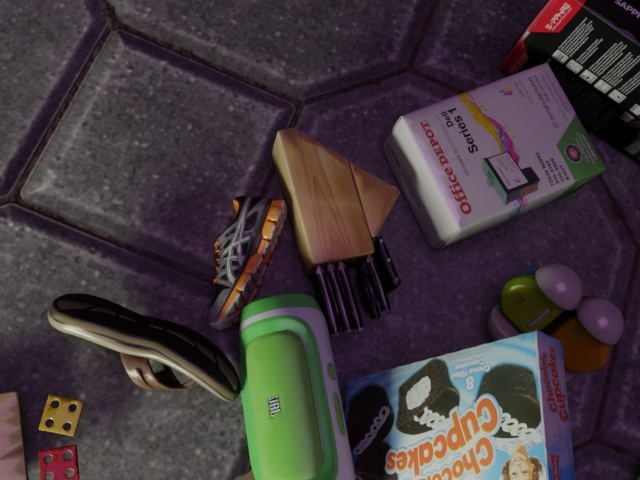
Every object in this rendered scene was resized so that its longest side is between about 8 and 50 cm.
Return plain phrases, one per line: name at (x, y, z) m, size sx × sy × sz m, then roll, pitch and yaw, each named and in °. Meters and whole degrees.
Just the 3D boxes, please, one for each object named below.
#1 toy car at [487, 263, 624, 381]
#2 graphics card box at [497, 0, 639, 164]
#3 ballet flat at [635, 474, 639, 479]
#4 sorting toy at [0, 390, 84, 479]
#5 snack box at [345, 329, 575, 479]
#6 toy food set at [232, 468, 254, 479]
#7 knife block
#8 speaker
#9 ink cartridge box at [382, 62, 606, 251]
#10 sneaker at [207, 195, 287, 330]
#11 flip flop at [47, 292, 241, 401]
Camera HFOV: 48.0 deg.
toy car at (0.357, 0.111, 1.083) m, size 0.182 × 0.159 × 0.136 m, roll 40°, pitch 36°, yaw 3°
graphics card box at (0.501, -0.261, 1.160) m, size 0.371 × 0.233 × 0.094 m, roll 35°, pitch 70°, yaw 2°
ballet flat at (0.465, 0.416, 1.031) m, size 0.342 × 0.116 × 0.124 m, roll -35°, pitch 102°, yaw -22°
sorting toy at (-0.439, 0.272, 0.926) m, size 0.275 × 0.046 × 0.132 m, roll -10°, pitch 76°, yaw -13°
snack box at (0.156, 0.241, 0.896) m, size 0.060 × 0.322 × 0.187 m, roll 24°, pitch 56°, yaw -34°
toy food set at (-0.028, 0.374, 0.982) m, size 0.192 × 0.038 × 0.132 m, roll 45°, pitch 64°, yaw 10°
knife block at (0.000, 0.000, 1.065) m, size 0.276 × 0.088 × 0.242 m, roll 31°, pitch 70°, yaw -1°
speaker at (-0.034, 0.226, 0.957) m, size 0.131 × 0.131 × 0.296 m, roll -6°, pitch 67°, yaw -12°
ink cartridge box at (0.270, -0.132, 1.139) m, size 0.278 × 0.117 × 0.201 m, roll -22°, pitch 79°, yaw -15°
sneaker at (-0.120, 0.029, 1.046) m, size 0.083 × 0.084 × 0.214 m, roll 18°, pitch 67°, yaw 9°
flip flop at (-0.239, 0.156, 0.975) m, size 0.277 × 0.112 × 0.080 m, roll 22°, pitch 101°, yaw -9°
